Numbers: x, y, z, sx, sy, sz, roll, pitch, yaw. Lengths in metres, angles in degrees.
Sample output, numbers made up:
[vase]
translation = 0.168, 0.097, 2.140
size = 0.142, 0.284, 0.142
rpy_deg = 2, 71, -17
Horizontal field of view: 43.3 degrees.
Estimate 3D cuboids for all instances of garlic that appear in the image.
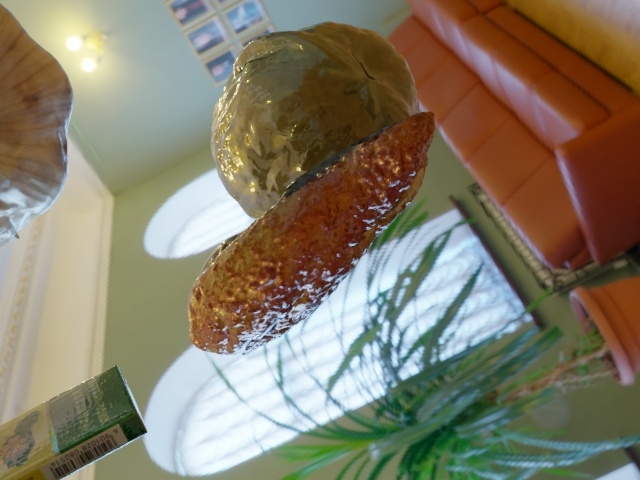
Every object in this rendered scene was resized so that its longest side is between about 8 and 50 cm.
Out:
[garlic]
translation = -0.235, -0.080, 0.480
size = 0.199, 0.199, 0.226
rpy_deg = 62, 157, -14

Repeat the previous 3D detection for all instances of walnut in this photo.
[walnut]
translation = -0.006, -0.117, 0.932
size = 0.283, 0.227, 0.283
rpy_deg = 28, 150, 18

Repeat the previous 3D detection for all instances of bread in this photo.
[bread]
translation = -0.003, 0.001, 0.666
size = 0.095, 0.269, 0.139
rpy_deg = 55, -179, 7

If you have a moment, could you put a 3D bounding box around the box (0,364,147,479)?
[box]
translation = -0.306, 0.221, 0.850
size = 0.132, 0.235, 0.034
rpy_deg = 31, 145, 62
